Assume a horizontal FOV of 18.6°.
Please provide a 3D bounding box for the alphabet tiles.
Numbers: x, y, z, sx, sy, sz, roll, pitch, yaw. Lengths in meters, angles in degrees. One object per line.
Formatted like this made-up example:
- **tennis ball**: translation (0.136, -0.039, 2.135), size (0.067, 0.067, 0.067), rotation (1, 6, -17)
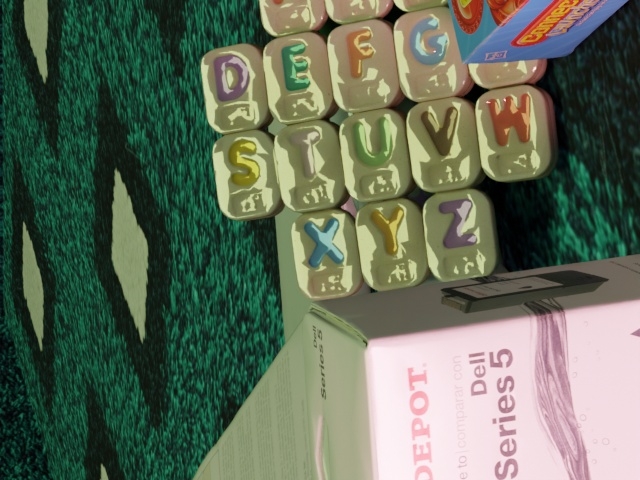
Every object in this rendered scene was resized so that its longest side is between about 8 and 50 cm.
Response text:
- **alphabet tiles**: translation (0.040, -0.099, 1.498), size (0.021, 0.284, 0.278), rotation (-2, -95, -64)

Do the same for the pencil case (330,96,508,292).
- **pencil case**: translation (0.083, -0.024, 1.573), size (0.124, 0.113, 0.273), rotation (92, 165, -66)

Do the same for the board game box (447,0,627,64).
- **board game box**: translation (0.149, -0.310, 1.287), size (0.302, 0.086, 0.308), rotation (136, 124, -69)

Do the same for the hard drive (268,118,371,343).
- **hard drive**: translation (0.000, 0.000, 1.973), size (0.203, 0.040, 0.307), rotation (-154, 59, -69)

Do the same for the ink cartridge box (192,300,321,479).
- **ink cartridge box**: translation (-0.026, 0.285, 1.776), size (0.385, 0.091, 0.308), rotation (122, 151, -45)

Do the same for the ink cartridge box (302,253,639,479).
- **ink cartridge box**: translation (0.139, 0.124, 1.195), size (0.115, 0.273, 0.198), rotation (-152, 55, -69)

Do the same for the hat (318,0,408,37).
- **hat**: translation (-0.005, -0.249, 1.542), size (0.173, 0.183, 0.208), rotation (-47, 30, 6)
